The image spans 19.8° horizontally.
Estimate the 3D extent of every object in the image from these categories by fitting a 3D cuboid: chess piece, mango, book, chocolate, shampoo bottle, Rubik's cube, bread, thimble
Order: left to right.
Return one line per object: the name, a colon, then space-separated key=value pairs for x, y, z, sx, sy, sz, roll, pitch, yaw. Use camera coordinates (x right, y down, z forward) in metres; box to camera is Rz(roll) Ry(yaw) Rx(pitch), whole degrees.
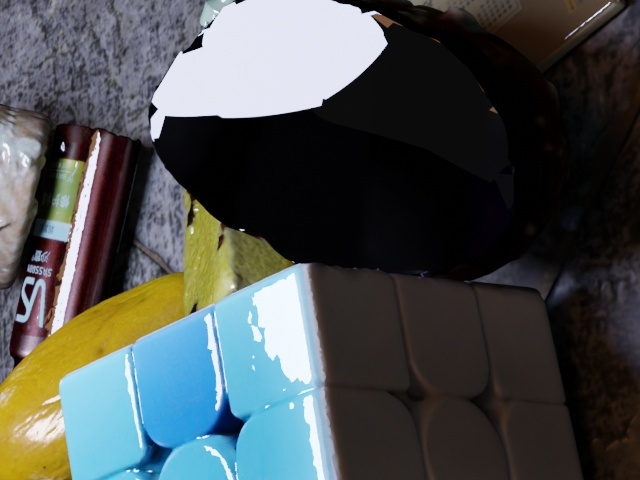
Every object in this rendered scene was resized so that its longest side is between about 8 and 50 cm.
thimble: x=-0.377 y=-0.054 z=1.979 sx=0.229 sy=0.148 sz=0.196 roll=165 pitch=116 yaw=-81
shampoo bottle: x=-0.270 y=0.041 z=1.944 sx=0.129 sy=0.084 sz=0.323 roll=10 pitch=87 yaw=53
mango: x=-0.221 y=0.145 z=1.806 sx=0.317 sy=0.119 sz=0.176 roll=-44 pitch=29 yaw=0
chess piece: x=-0.087 y=-0.261 z=1.853 sx=0.067 sy=0.067 sz=0.103 roll=42 pitch=118 yaw=45
bread: x=-0.078 y=-0.049 z=1.685 sx=0.138 sy=0.077 sz=0.361 roll=120 pitch=154 yaw=-44
Rubik's cube: x=0.010 y=0.203 z=1.420 sx=0.290 sy=0.291 sz=0.292 roll=-25 pitch=68 yaw=40
chocolate: x=0.055 y=-0.097 z=1.512 sx=0.340 sy=0.210 sz=0.225 roll=17 pitch=108 yaw=27
book: x=0.121 y=-0.201 z=1.636 sx=0.310 sy=0.021 sz=0.217 roll=-39 pitch=53 yaw=33
